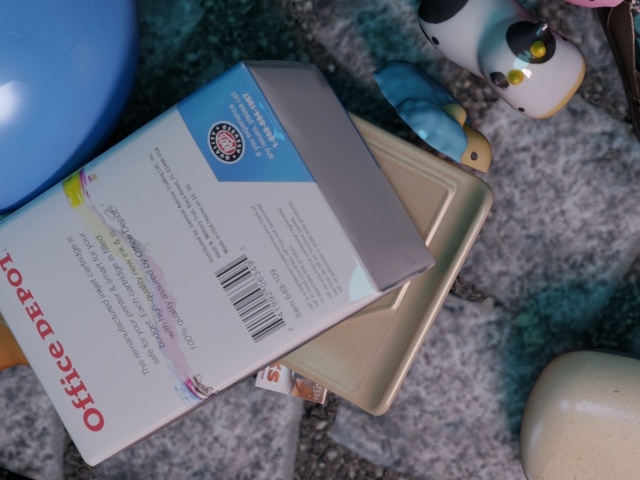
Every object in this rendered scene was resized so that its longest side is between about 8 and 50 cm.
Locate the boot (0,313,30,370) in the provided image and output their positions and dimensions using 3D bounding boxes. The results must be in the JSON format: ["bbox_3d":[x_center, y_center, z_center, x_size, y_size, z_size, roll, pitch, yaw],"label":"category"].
[{"bbox_3d":[-0.333,0.132,1.355,0.283,0.109,0.220,14,99,1],"label":"boot"}]

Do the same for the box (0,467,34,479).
[{"bbox_3d":[-0.293,0.251,1.400,0.052,0.062,0.083,21,100,-4],"label":"box"}]

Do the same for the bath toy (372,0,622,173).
[{"bbox_3d":[0.185,-0.223,1.265,0.151,0.129,0.348,36,98,8],"label":"bath toy"}]

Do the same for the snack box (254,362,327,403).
[{"bbox_3d":[-0.006,0.050,1.379,0.064,0.022,0.178,14,100,2],"label":"snack box"}]

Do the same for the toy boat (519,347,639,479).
[{"bbox_3d":[0.315,0.132,1.294,0.267,0.148,0.318,26,130,14],"label":"toy boat"}]

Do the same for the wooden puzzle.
[{"bbox_3d":[0.000,0.000,1.337,0.238,0.044,0.221,29,103,13],"label":"wooden puzzle"}]

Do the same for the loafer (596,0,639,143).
[{"bbox_3d":[0.292,-0.124,1.314,0.080,0.078,0.220,-28,98,6],"label":"loafer"}]

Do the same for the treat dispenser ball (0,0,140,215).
[{"bbox_3d":[-0.283,-0.157,1.213,0.288,0.288,0.288,0,100,1],"label":"treat dispenser ball"}]

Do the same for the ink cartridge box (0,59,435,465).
[{"bbox_3d":[-0.089,0.013,1.238,0.270,0.197,0.198,-31,87,17],"label":"ink cartridge box"}]
